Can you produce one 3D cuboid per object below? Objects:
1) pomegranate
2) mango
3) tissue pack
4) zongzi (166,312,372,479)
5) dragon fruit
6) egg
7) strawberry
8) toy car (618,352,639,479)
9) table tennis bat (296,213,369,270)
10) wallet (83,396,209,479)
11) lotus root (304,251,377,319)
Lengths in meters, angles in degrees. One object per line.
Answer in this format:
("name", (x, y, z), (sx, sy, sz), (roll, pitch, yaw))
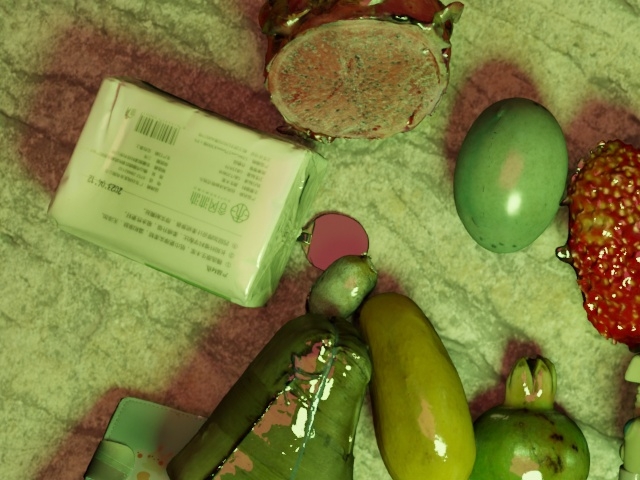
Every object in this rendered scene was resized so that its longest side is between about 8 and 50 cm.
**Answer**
("pomegranate", (0.323, 0.309, 1.806), (0.190, 0.159, 0.241), (34, 90, 6))
("mango", (0.139, 0.227, 1.798), (0.142, 0.195, 0.332), (-12, 75, -14))
("tissue pack", (-0.204, -0.078, 1.868), (0.356, 0.194, 0.266), (22, 90, 12))
("zongzi", (0.021, 0.324, 1.822), (0.393, 0.174, 0.356), (35, 98, -16))
("dragon fruit", (0.068, -0.329, 1.834), (0.314, 0.296, 0.263), (-8, 52, 10))
("egg", (0.286, -0.098, 1.820), (0.169, 0.169, 0.237), (11, 88, 8))
("strawberry", (0.462, 0.013, 1.752), (0.233, 0.138, 0.306), (-34, 104, 7))
("toy car", (0.606, 0.280, 1.698), (0.336, 0.242, 0.226), (4, 92, 28))
("table tennis bat", (0.000, 0.000, 1.933), (0.158, 0.014, 0.095), (11, 91, 6))
("wallet", (-0.279, 0.376, 1.872), (0.176, 0.075, 0.250), (14, 58, 11))
("lotus root", (0.027, 0.086, 1.891), (0.088, 0.088, 0.165), (42, 107, 7))
